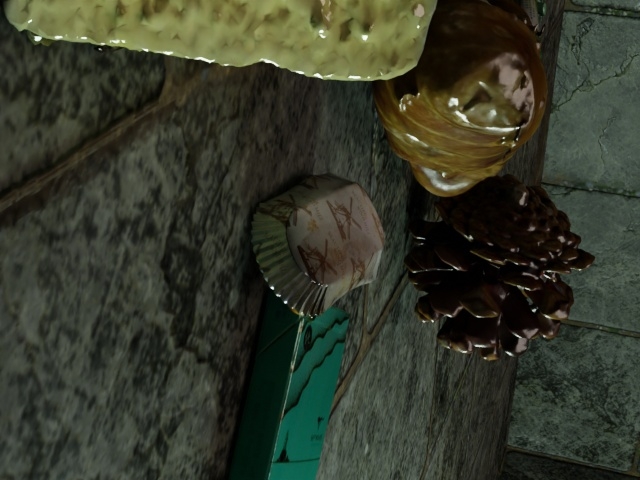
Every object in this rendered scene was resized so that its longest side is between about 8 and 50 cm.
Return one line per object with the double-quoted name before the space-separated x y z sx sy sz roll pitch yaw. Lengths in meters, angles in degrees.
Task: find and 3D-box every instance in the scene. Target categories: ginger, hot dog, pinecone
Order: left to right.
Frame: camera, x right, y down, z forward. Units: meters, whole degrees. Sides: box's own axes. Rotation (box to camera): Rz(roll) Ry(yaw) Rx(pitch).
"hot dog" 0.000 0.000 0.888 0.108 0.059 0.191 63 25 0
"ginger" 0.153 -0.186 1.118 0.418 0.176 0.254 22 81 -82
"pinecone" 0.234 0.043 1.423 0.264 0.264 0.264 10 90 -74

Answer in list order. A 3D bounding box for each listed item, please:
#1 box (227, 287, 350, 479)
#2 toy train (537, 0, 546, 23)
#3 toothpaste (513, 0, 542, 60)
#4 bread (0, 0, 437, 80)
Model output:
"box" -0.030 0.163 0.942 0.161 0.042 0.227 34 67 -73
"toy train" 0.251 -0.407 1.412 0.189 0.126 0.308 22 79 -73
"toothpaste" 0.245 -0.262 1.292 0.078 0.046 0.248 127 -38 -81
"bread" -0.035 -0.269 0.567 0.405 0.242 0.346 -113 -149 -61
